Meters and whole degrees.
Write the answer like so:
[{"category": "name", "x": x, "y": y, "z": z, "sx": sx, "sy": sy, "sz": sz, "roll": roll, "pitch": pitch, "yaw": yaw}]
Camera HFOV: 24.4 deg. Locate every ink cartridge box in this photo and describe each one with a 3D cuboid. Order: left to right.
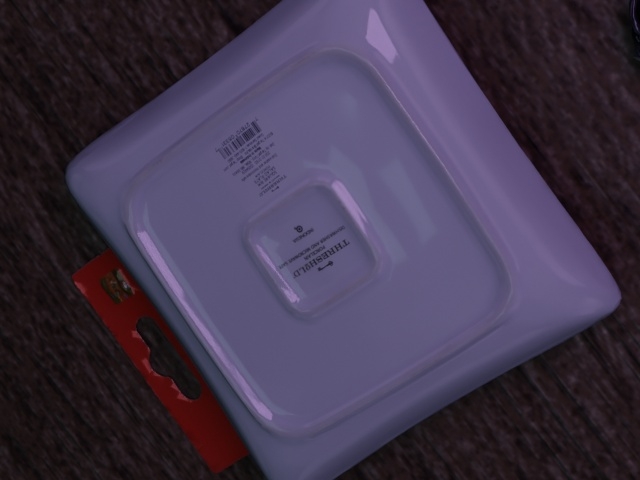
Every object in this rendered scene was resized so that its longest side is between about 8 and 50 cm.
[{"category": "ink cartridge box", "x": -0.048, "y": 0.046, "z": 1.015, "sx": 0.232, "sy": 0.066, "sz": 0.189, "roll": -35, "pitch": 93, "yaw": 19}]

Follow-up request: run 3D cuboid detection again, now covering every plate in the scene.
[{"category": "plate", "x": 0.000, "y": 0.000, "z": 0.934, "sx": 0.277, "sy": 0.045, "sz": 0.278, "roll": -34, "pitch": 92, "yaw": 23}]

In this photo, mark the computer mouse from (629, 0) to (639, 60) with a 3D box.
[{"category": "computer mouse", "x": 0.124, "y": -0.225, "z": 0.878, "sx": 0.272, "sy": 0.072, "sz": 0.189, "roll": 16, "pitch": 108, "yaw": 0}]
